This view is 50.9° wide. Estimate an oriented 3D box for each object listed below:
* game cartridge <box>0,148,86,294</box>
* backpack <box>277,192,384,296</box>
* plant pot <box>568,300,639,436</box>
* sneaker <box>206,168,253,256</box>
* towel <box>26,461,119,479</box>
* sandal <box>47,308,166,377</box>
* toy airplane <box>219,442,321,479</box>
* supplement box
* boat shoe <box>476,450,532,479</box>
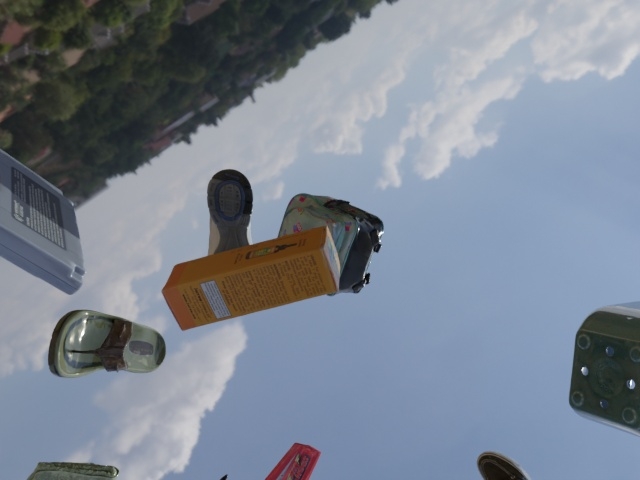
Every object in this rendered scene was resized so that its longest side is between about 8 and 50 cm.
[{"bbox_3d":[-0.479,-0.044,1.077,0.062,0.198,0.297,-49,-144,7],"label":"game cartridge"},{"bbox_3d":[0.000,0.000,1.238,0.144,0.165,0.188,1,-156,-38],"label":"backpack"},{"bbox_3d":[0.590,0.244,1.211,0.252,0.247,0.248,4,-178,-31],"label":"plant pot"},{"bbox_3d":[-0.178,0.004,1.356,0.111,0.297,0.129,4,-173,-9],"label":"sneaker"},{"bbox_3d":[-0.436,0.423,1.162,0.110,0.148,0.027,-53,-141,26],"label":"towel"},{"bbox_3d":[-0.373,0.190,1.235,0.086,0.120,0.303,-1,172,27],"label":"sandal"},{"bbox_3d":[-0.023,0.229,0.544,0.151,0.151,0.028,-33,-165,4],"label":"toy airplane"},{"bbox_3d":[-0.092,0.052,0.925,0.233,0.080,0.078,-16,-155,13],"label":"supplement box"},{"bbox_3d":[0.390,0.505,1.331,0.219,0.070,0.077,43,-74,36],"label":"boat shoe"}]
